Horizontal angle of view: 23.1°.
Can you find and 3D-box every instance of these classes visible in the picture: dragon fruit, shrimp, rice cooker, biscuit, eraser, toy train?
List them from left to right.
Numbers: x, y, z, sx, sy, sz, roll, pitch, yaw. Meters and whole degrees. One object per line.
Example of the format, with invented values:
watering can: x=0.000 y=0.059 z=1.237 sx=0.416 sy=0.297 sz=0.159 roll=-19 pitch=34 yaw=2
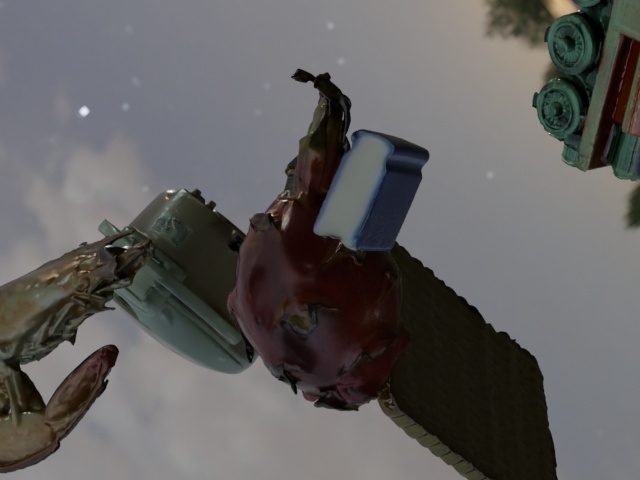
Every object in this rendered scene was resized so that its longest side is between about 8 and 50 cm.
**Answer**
shrimp: x=-0.194 y=0.079 z=1.095 sx=0.053 sy=0.236 sz=0.133 roll=31 pitch=-149 yaw=-51
rice cooker: x=-0.109 y=0.036 z=1.375 sx=0.145 sy=0.127 sz=0.206 roll=37 pitch=171 yaw=31
dragon fruit: x=0.000 y=0.000 z=1.128 sx=0.125 sy=0.246 sz=0.125 roll=1 pitch=-176 yaw=-21
eraser: x=0.030 y=-0.027 z=0.866 sx=0.027 sy=0.063 sz=0.084 roll=25 pitch=-173 yaw=16
biscuit: x=0.119 y=0.122 z=1.292 sx=0.254 sy=0.029 sz=0.172 roll=39 pitch=-144 yaw=-38
toy train: x=0.203 y=-0.118 z=0.996 sx=0.074 sy=0.176 sz=0.118 roll=-11 pitch=-148 yaw=-36
